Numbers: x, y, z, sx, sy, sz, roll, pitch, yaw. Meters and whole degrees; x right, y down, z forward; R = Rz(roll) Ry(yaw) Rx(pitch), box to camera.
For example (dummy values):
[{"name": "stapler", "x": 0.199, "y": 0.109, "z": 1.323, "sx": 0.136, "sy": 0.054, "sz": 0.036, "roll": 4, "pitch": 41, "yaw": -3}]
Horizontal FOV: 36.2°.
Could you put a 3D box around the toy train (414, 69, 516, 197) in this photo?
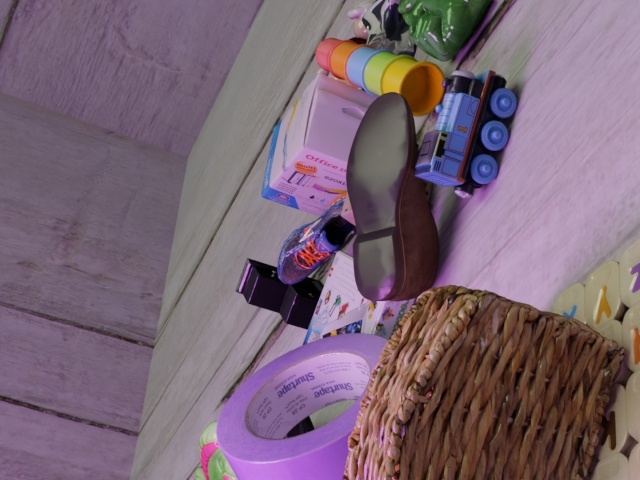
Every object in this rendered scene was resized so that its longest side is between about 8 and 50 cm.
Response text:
[{"name": "toy train", "x": 0.204, "y": -0.154, "z": 1.371, "sx": 0.080, "sy": 0.105, "sz": 0.184, "roll": -179, "pitch": 106, "yaw": -72}]

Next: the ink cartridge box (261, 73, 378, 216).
[{"name": "ink cartridge box", "x": 0.014, "y": -0.172, "z": 1.877, "sx": 0.233, "sy": 0.171, "sz": 0.168, "roll": 137, "pitch": 147, "yaw": -59}]

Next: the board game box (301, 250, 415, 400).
[{"name": "board game box", "x": 0.056, "y": 0.134, "z": 1.618, "sx": 0.305, "sy": 0.053, "sz": 0.192, "roll": -150, "pitch": 79, "yaw": -73}]

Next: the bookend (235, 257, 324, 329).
[{"name": "bookend", "x": -0.067, "y": 0.106, "z": 1.861, "sx": 0.156, "sy": 0.157, "sz": 0.072, "roll": -134, "pitch": 63, "yaw": -72}]

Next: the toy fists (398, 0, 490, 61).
[{"name": "toy fists", "x": 0.201, "y": -0.403, "z": 1.669, "sx": 0.279, "sy": 0.096, "sz": 0.142, "roll": -101, "pitch": 32, "yaw": -56}]

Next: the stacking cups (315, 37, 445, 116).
[{"name": "stacking cups", "x": 0.098, "y": -0.304, "z": 1.741, "sx": 0.316, "sy": 0.096, "sz": 0.096, "roll": 39, "pitch": 110, "yaw": 55}]

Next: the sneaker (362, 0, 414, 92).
[{"name": "sneaker", "x": 0.126, "y": -0.393, "z": 1.910, "sx": 0.153, "sy": 0.094, "sz": 0.234, "roll": -146, "pitch": 68, "yaw": -80}]

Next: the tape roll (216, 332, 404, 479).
[{"name": "tape roll", "x": -0.001, "y": 0.242, "z": 1.340, "sx": 0.275, "sy": 0.090, "sz": 0.274, "roll": -22, "pitch": 21, "yaw": 9}]

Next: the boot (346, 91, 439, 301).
[{"name": "boot", "x": 0.114, "y": -0.062, "z": 1.436, "sx": 0.112, "sy": 0.115, "sz": 0.305, "roll": -4, "pitch": 83, "yaw": 46}]

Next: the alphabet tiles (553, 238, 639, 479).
[{"name": "alphabet tiles", "x": 0.283, "y": 0.145, "z": 0.948, "sx": 0.284, "sy": 0.021, "sz": 0.277, "roll": 132, "pitch": 152, "yaw": -52}]

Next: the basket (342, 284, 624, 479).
[{"name": "basket", "x": 0.124, "y": 0.197, "z": 0.987, "sx": 0.223, "sy": 0.214, "sz": 0.299, "roll": -171, "pitch": 99, "yaw": -73}]

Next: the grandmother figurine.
[{"name": "grandmother figurine", "x": 0.058, "y": -0.351, "z": 2.077, "sx": 0.208, "sy": 0.104, "sz": 0.342, "roll": 30, "pitch": 99, "yaw": 45}]

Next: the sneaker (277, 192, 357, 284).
[{"name": "sneaker", "x": 0.000, "y": 0.000, "z": 1.787, "sx": 0.221, "sy": 0.083, "sz": 0.087, "roll": -46, "pitch": 13, "yaw": 15}]

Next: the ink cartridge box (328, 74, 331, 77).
[{"name": "ink cartridge box", "x": -0.012, "y": -0.279, "z": 2.286, "sx": 0.225, "sy": 0.056, "sz": 0.180, "roll": -4, "pitch": 68, "yaw": 70}]

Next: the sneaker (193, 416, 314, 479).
[{"name": "sneaker", "x": -0.098, "y": 0.404, "z": 1.668, "sx": 0.185, "sy": 0.202, "sz": 0.482, "roll": 61, "pitch": 160, "yaw": 17}]

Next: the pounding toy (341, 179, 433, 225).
[{"name": "pounding toy", "x": 0.105, "y": -0.047, "z": 1.550, "sx": 0.100, "sy": 0.141, "sz": 0.130, "roll": -20, "pitch": 45, "yaw": 47}]
